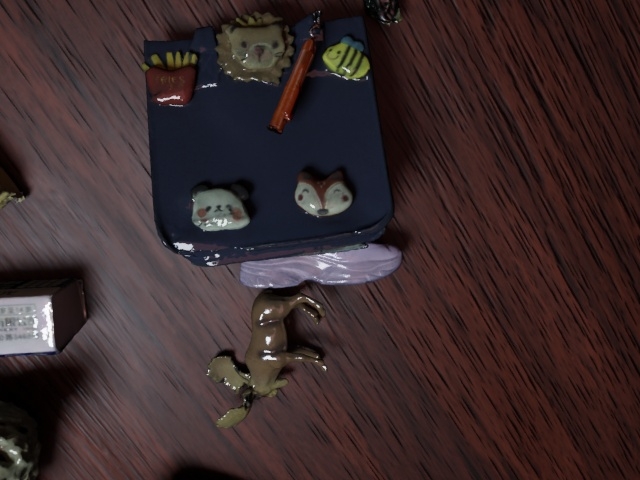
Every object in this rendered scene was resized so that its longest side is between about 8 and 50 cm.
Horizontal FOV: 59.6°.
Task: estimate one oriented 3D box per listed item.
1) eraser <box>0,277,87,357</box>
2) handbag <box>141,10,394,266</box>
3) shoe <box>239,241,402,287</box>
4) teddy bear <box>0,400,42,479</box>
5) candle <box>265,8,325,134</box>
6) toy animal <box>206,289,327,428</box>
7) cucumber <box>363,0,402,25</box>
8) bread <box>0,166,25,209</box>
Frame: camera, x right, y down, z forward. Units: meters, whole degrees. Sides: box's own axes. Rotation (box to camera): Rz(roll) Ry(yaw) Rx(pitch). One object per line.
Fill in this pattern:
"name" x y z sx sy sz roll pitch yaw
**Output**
"eraser" -0.501 0.110 0.797 0.287 0.130 0.086 -2 101 -3
"handbag" -0.071 -0.141 0.747 0.303 0.122 0.329 -7 84 -4
"shoe" 0.000 0.000 0.838 0.245 0.095 0.137 -2 94 -4
"teddy bear" -0.581 0.310 0.768 0.368 0.224 0.357 18 123 -14
"candle" -0.025 -0.208 0.689 0.026 0.021 0.167 17 79 15
"toy animal" -0.086 0.183 0.877 0.186 0.094 0.214 -2 95 -9
"cucumber" 0.068 -0.387 0.780 0.053 0.053 0.181 -21 102 0
"bread" -0.585 -0.083 0.756 0.239 0.111 0.246 -36 105 6
